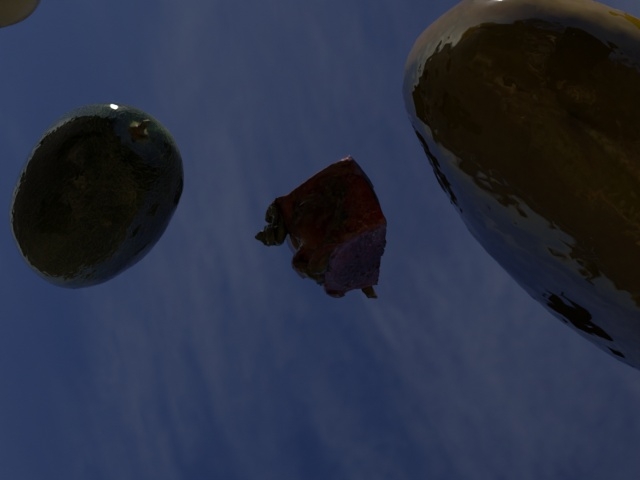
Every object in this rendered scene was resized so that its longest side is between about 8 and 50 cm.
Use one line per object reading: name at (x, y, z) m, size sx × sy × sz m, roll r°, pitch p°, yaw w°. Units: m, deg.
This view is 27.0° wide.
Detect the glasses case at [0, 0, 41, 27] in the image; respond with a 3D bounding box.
glasses case at (-0.272, -0.164, 0.865) m, size 0.193 × 0.049 × 0.074 m, roll -8°, pitch -63°, yaw 13°

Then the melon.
melon at (-0.162, -0.035, 0.961) m, size 0.114 × 0.114 × 0.167 m, roll 57°, pitch -47°, yaw 19°

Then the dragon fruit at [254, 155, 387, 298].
dragon fruit at (0.000, 0.000, 1.207) m, size 0.102 × 0.096 × 0.147 m, roll 53°, pitch -19°, yaw 23°

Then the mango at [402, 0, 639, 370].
mango at (0.188, -0.026, 0.802) m, size 0.253 × 0.365 × 0.182 m, roll 30°, pitch -87°, yaw 51°
